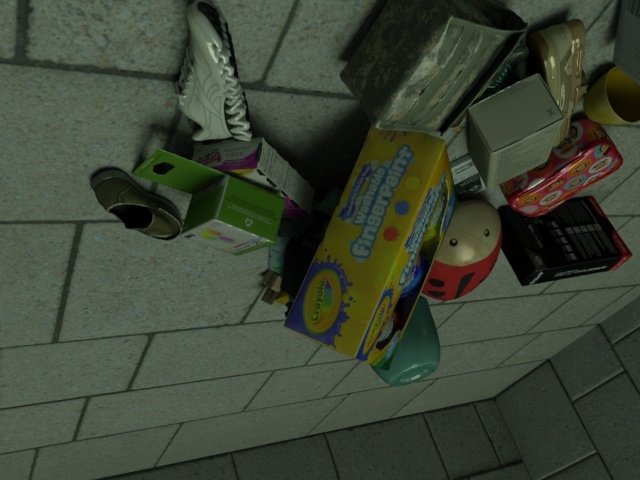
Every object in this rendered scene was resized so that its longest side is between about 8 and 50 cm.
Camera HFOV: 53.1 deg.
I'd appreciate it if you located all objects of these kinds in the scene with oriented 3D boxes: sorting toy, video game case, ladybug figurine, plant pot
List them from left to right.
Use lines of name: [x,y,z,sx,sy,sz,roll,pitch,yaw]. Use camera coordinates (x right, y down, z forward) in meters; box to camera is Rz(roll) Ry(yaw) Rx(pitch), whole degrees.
plant pot: [0.284,0.368,2.245,0.293,0.235,0.293,-15,150,-9]
video game case: [0.325,-0.138,1.650,0.190,0.022,0.173,-27,150,8]
ladybug figurine: [0.381,0.050,1.833,0.305,0.162,0.449,-19,155,-5]
sorting toy: [0.323,-0.281,1.404,0.075,0.045,0.083,-25,157,-33]
plant pot: [0.667,-0.322,1.477,0.134,0.134,0.095,-5,174,-26]

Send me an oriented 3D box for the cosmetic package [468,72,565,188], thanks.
cosmetic package: [0.414,-0.224,1.392,0.160,0.113,0.309,-26,166,7]

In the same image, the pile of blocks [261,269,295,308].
pile of blocks: [-0.009,0.093,1.691,0.362,0.149,0.112,-29,150,15]

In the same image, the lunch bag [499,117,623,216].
lunch bag: [0.631,-0.181,1.687,0.293,0.120,0.258,-35,152,26]

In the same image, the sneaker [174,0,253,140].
sneaker: [-0.187,-0.259,1.051,0.118,0.110,0.292,-9,149,-2]

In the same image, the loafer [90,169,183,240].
loafer: [-0.365,-0.048,1.293,0.094,0.087,0.251,-29,150,13]

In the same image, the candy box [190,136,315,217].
candy box: [-0.132,-0.117,1.280,0.159,0.071,0.233,-1,159,27]

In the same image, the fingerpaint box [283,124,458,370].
fingerpaint box: [0.133,0.033,1.356,0.445,0.163,0.371,-66,159,-8]

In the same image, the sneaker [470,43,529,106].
sneaker: [0.352,-0.328,1.296,0.166,0.076,0.065,-32,149,19]

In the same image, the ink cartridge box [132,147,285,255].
ink cartridge box: [-0.225,-0.064,1.218,0.255,0.097,0.188,20,162,-27]

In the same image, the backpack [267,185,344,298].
backpack: [0.000,0.000,1.478,0.253,0.191,0.225,-47,162,-28]

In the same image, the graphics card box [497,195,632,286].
graphics card box: [0.709,-0.004,1.903,0.370,0.233,0.094,-7,148,-24]

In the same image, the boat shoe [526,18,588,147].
boat shoe: [0.515,-0.322,1.365,0.110,0.122,0.341,-24,149,7]

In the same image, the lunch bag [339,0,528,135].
lunch bag: [0.221,-0.319,1.145,0.287,0.169,0.235,-4,144,-41]

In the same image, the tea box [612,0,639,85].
tea box: [0.794,-0.388,1.189,0.323,0.329,0.220,-20,139,-3]

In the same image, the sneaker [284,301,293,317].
sneaker: [0.018,0.163,1.874,0.276,0.098,0.135,-39,144,26]
